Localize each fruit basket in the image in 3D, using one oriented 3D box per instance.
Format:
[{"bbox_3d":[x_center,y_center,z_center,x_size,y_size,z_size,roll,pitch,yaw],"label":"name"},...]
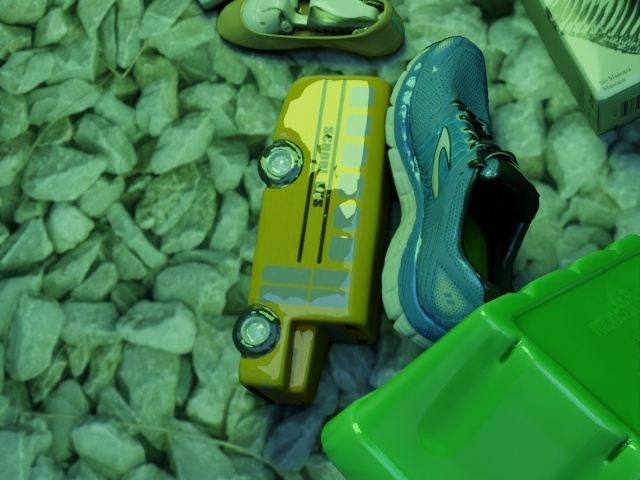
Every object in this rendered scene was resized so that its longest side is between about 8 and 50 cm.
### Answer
[{"bbox_3d":[0.185,0.214,0.838,0.392,0.392,0.283,-44,68,-4],"label":"fruit basket"}]

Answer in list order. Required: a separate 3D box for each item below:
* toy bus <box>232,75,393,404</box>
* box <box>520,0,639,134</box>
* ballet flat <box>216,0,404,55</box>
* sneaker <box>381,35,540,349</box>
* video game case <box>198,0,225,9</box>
[{"bbox_3d":[0.000,0.000,1.039,0.130,0.108,0.332,3,72,13],"label":"toy bus"},{"bbox_3d":[0.282,-0.260,1.067,0.113,0.094,0.275,-27,68,6],"label":"box"},{"bbox_3d":[-0.018,-0.262,1.151,0.232,0.073,0.080,6,73,16],"label":"ballet flat"},{"bbox_3d":[0.151,-0.060,0.977,0.147,0.130,0.329,-24,56,45],"label":"sneaker"},{"bbox_3d":[-0.065,-0.486,1.212,0.329,0.036,0.299,-28,87,3],"label":"video game case"}]
